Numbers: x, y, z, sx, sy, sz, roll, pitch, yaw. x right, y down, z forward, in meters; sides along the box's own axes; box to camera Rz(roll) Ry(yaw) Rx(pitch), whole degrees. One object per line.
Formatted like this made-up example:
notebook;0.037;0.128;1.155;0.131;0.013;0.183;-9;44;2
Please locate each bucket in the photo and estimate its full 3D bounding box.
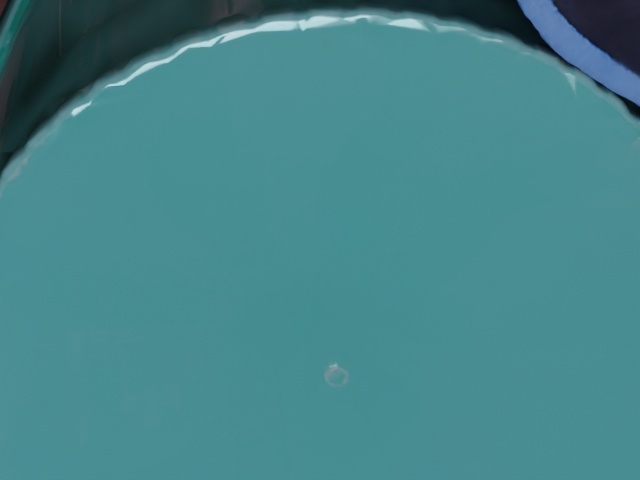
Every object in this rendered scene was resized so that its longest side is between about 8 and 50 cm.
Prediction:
bucket;0.000;0.000;0.475;0.281;0.183;0.281;-1;120;-2

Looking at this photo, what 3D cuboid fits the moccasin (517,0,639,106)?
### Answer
moccasin;0.196;-0.073;0.411;0.342;0.137;0.117;6;142;-44
